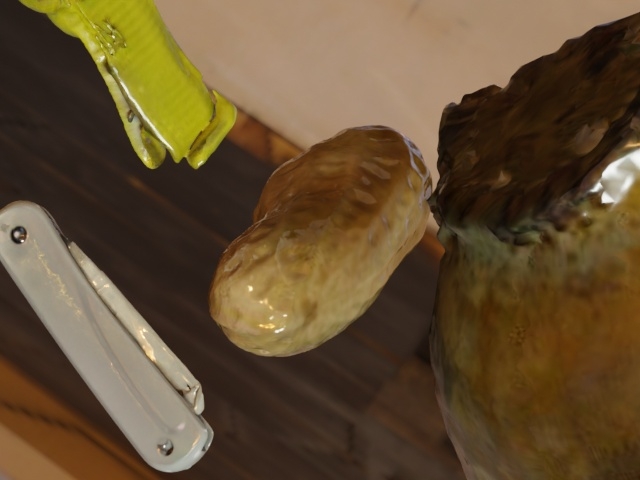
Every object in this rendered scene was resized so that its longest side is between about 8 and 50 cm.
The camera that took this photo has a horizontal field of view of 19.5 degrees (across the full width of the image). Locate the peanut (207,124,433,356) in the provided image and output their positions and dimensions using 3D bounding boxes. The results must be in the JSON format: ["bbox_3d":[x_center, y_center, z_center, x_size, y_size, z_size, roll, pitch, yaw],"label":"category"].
[{"bbox_3d":[0.000,0.000,1.203,0.226,0.108,0.095,-53,142,-50],"label":"peanut"}]

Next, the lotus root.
[{"bbox_3d":[0.161,0.044,0.716,0.260,0.267,0.149,51,38,-35],"label":"lotus root"}]

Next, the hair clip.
[{"bbox_3d":[-0.099,-0.113,0.853,0.173,0.046,0.072,56,50,-30],"label":"hair clip"}]

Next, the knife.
[{"bbox_3d":[-0.178,0.074,1.516,0.073,0.265,0.040,-42,167,10],"label":"knife"}]
